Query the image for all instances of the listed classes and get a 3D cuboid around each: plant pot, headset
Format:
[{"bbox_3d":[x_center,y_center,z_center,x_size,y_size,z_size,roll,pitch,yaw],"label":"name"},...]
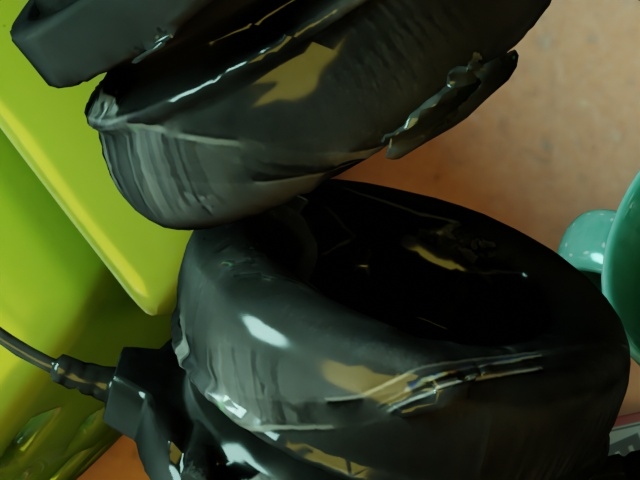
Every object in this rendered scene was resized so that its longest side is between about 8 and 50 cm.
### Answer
[{"bbox_3d":[-0.136,-0.022,0.648,0.207,0.227,0.228,-37,86,14],"label":"plant pot"},{"bbox_3d":[0.000,0.000,0.436,0.394,0.185,0.243,-10,113,7],"label":"headset"}]

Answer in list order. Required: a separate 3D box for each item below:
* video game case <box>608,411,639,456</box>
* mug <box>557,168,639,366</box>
[{"bbox_3d":[0.211,0.116,0.572,0.285,0.204,0.025,-15,131,20],"label":"video game case"},{"bbox_3d":[0.169,0.010,0.604,0.097,0.158,0.129,38,98,-31],"label":"mug"}]
